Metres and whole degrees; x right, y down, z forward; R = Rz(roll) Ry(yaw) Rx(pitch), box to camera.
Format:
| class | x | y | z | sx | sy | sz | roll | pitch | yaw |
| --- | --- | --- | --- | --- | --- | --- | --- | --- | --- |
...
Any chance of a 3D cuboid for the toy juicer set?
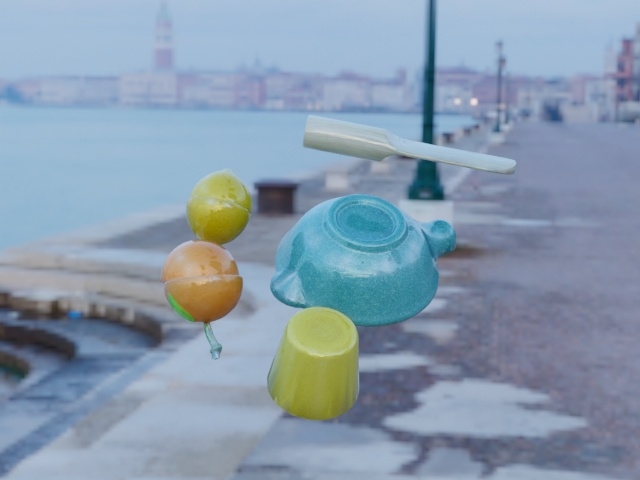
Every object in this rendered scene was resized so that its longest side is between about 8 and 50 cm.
| class | x | y | z | sx | sy | sz | roll | pitch | yaw |
| --- | --- | --- | --- | --- | --- | --- | --- | --- | --- |
| toy juicer set | 0.000 | 0.000 | 1.086 | 0.209 | 0.089 | 0.329 | 25 | 43 | 18 |
